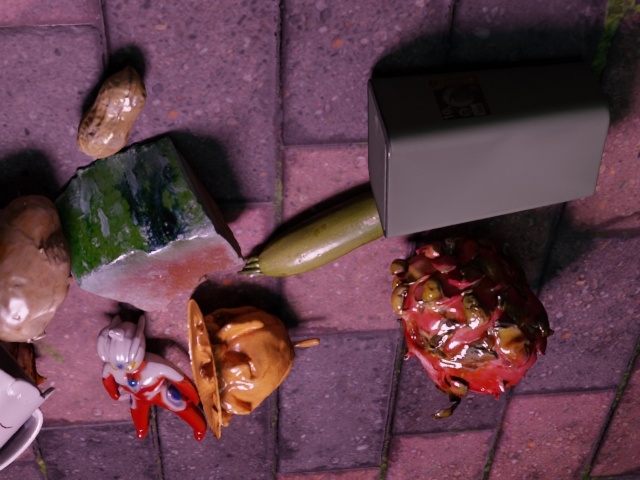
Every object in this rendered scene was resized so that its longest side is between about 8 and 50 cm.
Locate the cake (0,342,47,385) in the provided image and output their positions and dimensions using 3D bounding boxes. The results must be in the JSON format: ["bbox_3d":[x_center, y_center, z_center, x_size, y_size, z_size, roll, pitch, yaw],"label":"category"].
[{"bbox_3d":[-0.646,0.273,2.018,0.292,0.199,0.196,8,133,-18],"label":"cake"}]

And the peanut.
[{"bbox_3d":[-0.307,-0.184,1.651,0.080,0.080,0.174,17,133,-25],"label":"peanut"}]

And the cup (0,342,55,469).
[{"bbox_3d":[-0.579,0.278,1.808,0.258,0.219,0.290,-47,140,-6],"label":"cup"}]

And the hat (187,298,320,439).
[{"bbox_3d":[-0.106,0.215,2.045,0.233,0.244,0.233,-11,148,-18],"label":"hat"}]

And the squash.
[{"bbox_3d":[0.000,0.000,1.893,0.340,0.095,0.094,-24,135,18],"label":"squash"}]

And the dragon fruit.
[{"bbox_3d":[0.243,0.126,1.953,0.291,0.250,0.269,41,114,-13],"label":"dragon fruit"}]

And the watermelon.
[{"bbox_3d":[-0.262,0.002,1.808,0.264,0.151,0.302,-26,135,19],"label":"watermelon"}]

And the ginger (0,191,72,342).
[{"bbox_3d":[-0.536,0.013,1.751,0.304,0.155,0.245,29,115,11],"label":"ginger"}]

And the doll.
[{"bbox_3d":[-0.331,0.270,2.129,0.188,0.099,0.384,-2,140,12],"label":"doll"}]

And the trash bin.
[{"bbox_3d":[0.250,-0.152,1.721,0.343,0.158,0.223,-10,139,-5],"label":"trash bin"}]
